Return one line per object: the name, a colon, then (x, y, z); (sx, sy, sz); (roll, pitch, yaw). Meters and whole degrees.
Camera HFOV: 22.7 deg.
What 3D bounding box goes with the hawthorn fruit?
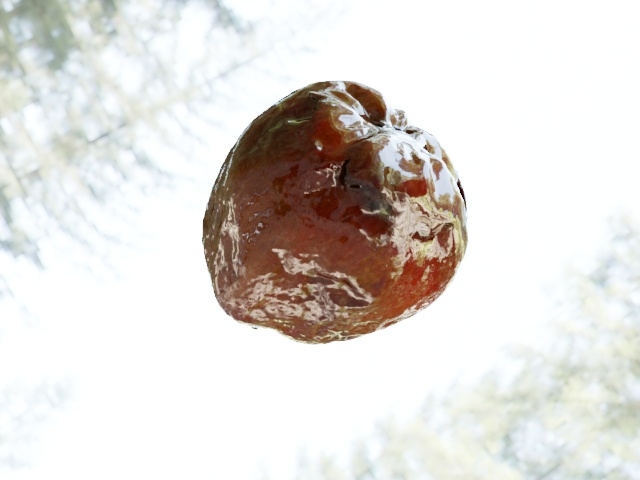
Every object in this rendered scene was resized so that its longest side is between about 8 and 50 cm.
hawthorn fruit: (0.006, -0.011, 1.034); (0.173, 0.179, 0.173); (60, 7, -12)
